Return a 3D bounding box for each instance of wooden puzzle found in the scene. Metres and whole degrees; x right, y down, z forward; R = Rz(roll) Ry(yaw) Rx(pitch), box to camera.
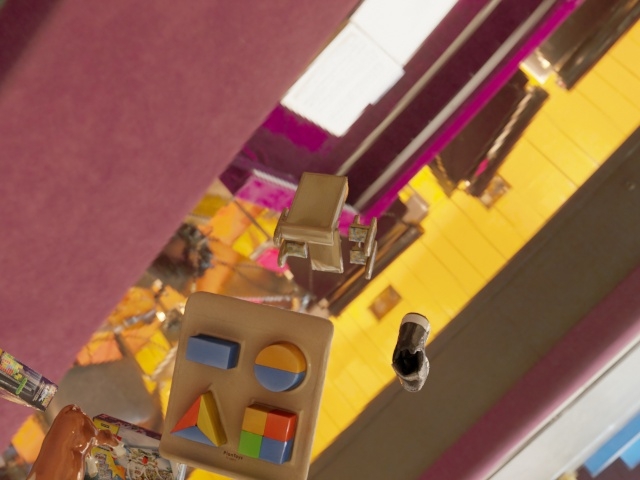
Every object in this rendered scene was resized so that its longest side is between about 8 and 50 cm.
[{"bbox_3d":[-0.158,0.296,1.706,0.080,0.321,0.348,19,82,-72],"label":"wooden puzzle"}]

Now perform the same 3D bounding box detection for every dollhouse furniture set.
[{"bbox_3d":[0.000,0.000,1.842,0.242,0.212,0.161,83,19,-47],"label":"dollhouse furniture set"}]

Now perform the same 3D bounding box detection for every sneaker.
[{"bbox_3d":[0.188,0.265,1.849,0.234,0.078,0.106,87,21,-44],"label":"sneaker"}]

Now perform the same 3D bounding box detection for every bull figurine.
[{"bbox_3d":[-0.502,0.476,1.644,0.188,0.101,0.311,48,55,-43],"label":"bull figurine"}]

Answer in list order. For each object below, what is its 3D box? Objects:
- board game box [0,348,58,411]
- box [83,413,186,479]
[{"bbox_3d":[-0.496,0.190,1.272,0.141,0.170,0.048,52,54,-50],"label":"board game box"},{"bbox_3d":[-0.413,0.497,1.910,0.044,0.233,0.159,-5,109,-72],"label":"box"}]
